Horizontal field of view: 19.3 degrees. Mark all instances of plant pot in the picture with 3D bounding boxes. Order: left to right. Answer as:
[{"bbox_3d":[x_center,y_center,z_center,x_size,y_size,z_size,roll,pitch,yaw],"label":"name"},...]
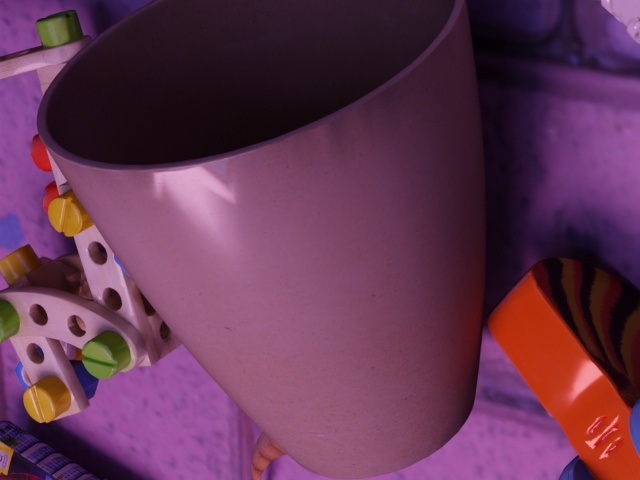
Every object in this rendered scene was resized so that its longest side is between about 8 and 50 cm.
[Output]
[{"bbox_3d":[0.000,0.000,1.138,0.256,0.256,0.274,1,126,34],"label":"plant pot"}]

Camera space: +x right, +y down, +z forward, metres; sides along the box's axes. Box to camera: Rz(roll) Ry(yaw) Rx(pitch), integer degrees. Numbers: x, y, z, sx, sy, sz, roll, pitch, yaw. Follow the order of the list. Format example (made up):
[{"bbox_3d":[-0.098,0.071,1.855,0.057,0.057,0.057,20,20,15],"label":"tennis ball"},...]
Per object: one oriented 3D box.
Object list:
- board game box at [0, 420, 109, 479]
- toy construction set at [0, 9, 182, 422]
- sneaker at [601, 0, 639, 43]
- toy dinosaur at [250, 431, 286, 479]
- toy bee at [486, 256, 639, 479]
[{"bbox_3d":[-0.190,0.258,1.502,0.194,0.060,0.194,30,127,17],"label":"board game box"},{"bbox_3d":[-0.184,-0.032,1.298,0.215,0.151,0.328,-5,122,36],"label":"toy construction set"},{"bbox_3d":[0.164,-0.135,1.021,0.292,0.108,0.169,8,115,29],"label":"sneaker"},{"bbox_3d":[-0.015,0.125,1.310,0.211,0.064,0.112,-29,97,41],"label":"toy dinosaur"},{"bbox_3d":[0.221,0.146,1.125,0.195,0.162,0.298,-24,74,48],"label":"toy bee"}]
